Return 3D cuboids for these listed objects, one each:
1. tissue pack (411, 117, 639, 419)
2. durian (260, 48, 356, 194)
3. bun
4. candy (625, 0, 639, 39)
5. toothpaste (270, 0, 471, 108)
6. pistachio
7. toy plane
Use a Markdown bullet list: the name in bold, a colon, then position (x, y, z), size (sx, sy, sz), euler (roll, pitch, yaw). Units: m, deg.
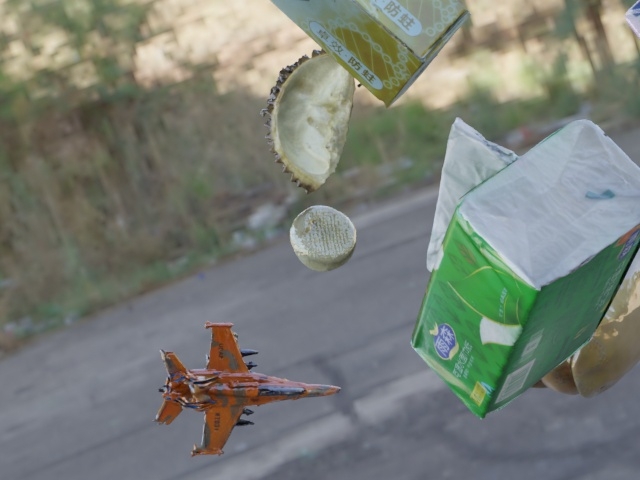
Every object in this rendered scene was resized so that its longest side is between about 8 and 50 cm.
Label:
- **tissue pack**: position (0.151, 0.007, 1.354), size (0.148, 0.156, 0.209), euler (-31, -24, -24)
- **durian**: position (-0.012, -0.104, 1.411), size (0.066, 0.130, 0.052), euler (12, 4, 42)
- **bun**: position (0.000, 0.000, 2.121), size (0.086, 0.086, 0.055), euler (-25, -11, -27)
- **candy**: position (0.400, -0.196, 1.754), size (0.073, 0.160, 0.092), euler (-47, 30, 19)
- **toothpaste**: position (-0.037, -0.232, 1.206), size (0.071, 0.313, 0.089), euler (-47, 0, -25)
- **pistachio**: position (0.292, 0.056, 1.822), size (0.162, 0.181, 0.293), euler (2, 31, 23)
- **toy plane**: position (-0.073, 0.145, 1.680), size (0.188, 0.135, 0.062), euler (0, 8, -31)
